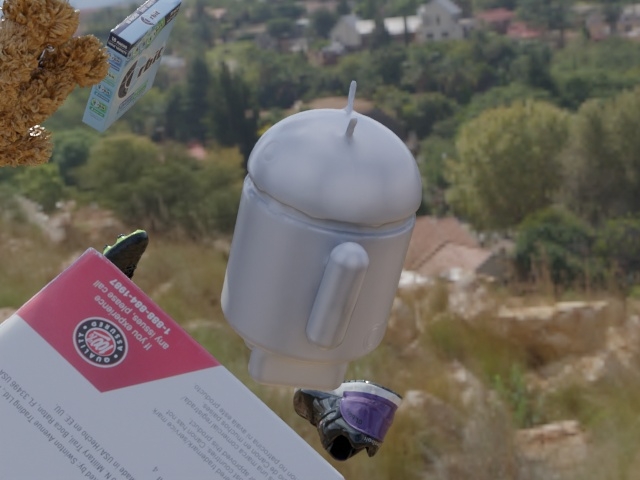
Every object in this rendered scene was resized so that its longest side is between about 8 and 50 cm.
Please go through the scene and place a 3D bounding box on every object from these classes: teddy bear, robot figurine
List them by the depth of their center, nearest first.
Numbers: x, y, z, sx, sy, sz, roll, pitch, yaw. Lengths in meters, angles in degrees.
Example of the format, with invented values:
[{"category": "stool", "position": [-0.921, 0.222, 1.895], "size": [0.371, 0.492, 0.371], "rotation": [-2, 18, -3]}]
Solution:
[{"category": "robot figurine", "position": [0.000, 0.000, 1.342], "size": [0.199, 0.353, 0.300], "rotation": [6, 27, -16]}, {"category": "teddy bear", "position": [-0.397, -0.151, 1.351], "size": [0.338, 0.245, 0.113], "rotation": [-28, 64, -15]}]

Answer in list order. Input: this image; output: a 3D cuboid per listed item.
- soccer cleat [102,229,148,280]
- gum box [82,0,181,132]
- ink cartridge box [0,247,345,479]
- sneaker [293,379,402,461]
[{"category": "soccer cleat", "position": [-0.269, 0.059, 1.504], "size": [0.179, 0.072, 0.060], "rotation": [-46, -17, 24]}, {"category": "gum box", "position": [-0.290, -0.276, 1.797], "size": [0.041, 0.184, 0.157], "rotation": [31, 42, 3]}, {"category": "ink cartridge box", "position": [-0.216, 0.242, 0.876], "size": [0.384, 0.279, 0.160], "rotation": [-43, -10, -26]}, {"category": "sneaker", "position": [0.019, 0.310, 1.991], "size": [0.107, 0.124, 0.283], "rotation": [28, -21, -22]}]
